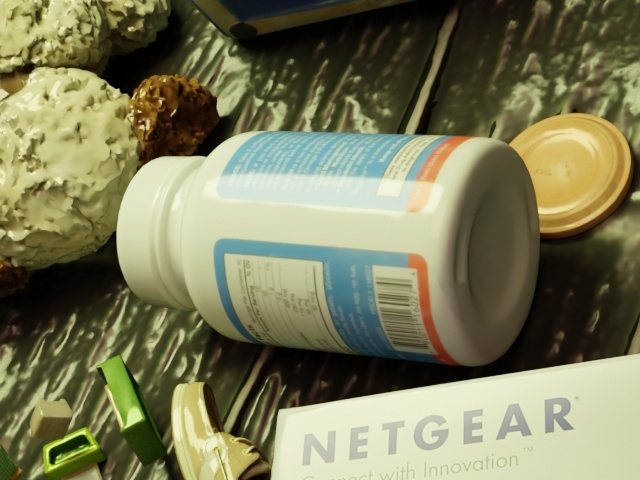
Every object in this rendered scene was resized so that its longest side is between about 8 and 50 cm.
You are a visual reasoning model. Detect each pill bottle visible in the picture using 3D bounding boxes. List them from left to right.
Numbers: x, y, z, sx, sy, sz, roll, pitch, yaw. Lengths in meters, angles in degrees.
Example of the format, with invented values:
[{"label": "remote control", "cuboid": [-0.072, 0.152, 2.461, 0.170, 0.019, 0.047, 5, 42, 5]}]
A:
[{"label": "pill bottle", "cuboid": [0.000, 0.000, 0.889, 0.221, 0.124, 0.124, 5, 61, 31]}]

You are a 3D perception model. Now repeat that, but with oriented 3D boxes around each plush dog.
[{"label": "plush dog", "cuboid": [-0.201, -0.087, 1.040, 0.262, 0.210, 0.225, -37, 71, 1]}]

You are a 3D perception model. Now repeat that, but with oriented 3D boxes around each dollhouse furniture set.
[{"label": "dollhouse furniture set", "cuboid": [-0.169, 0.129, 0.916, 0.152, 0.076, 0.058, -25, 45, -3]}]

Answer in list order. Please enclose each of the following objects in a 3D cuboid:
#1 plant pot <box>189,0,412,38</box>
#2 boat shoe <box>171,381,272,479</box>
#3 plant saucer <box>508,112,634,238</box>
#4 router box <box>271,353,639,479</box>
[{"label": "plant pot", "cuboid": [-0.016, -0.270, 1.024, 0.236, 0.236, 0.212, -8, 61, 25]}, {"label": "boat shoe", "cuboid": [-0.048, 0.135, 0.875, 0.045, 0.050, 0.135, -23, 60, 9]}, {"label": "plant saucer", "cuboid": [0.138, -0.039, 0.914, 0.083, 0.013, 0.083, -15, 52, 20]}, {"label": "router box", "cuboid": [0.134, 0.189, 0.585, 0.335, 0.082, 0.301, -12, 54, 23]}]
